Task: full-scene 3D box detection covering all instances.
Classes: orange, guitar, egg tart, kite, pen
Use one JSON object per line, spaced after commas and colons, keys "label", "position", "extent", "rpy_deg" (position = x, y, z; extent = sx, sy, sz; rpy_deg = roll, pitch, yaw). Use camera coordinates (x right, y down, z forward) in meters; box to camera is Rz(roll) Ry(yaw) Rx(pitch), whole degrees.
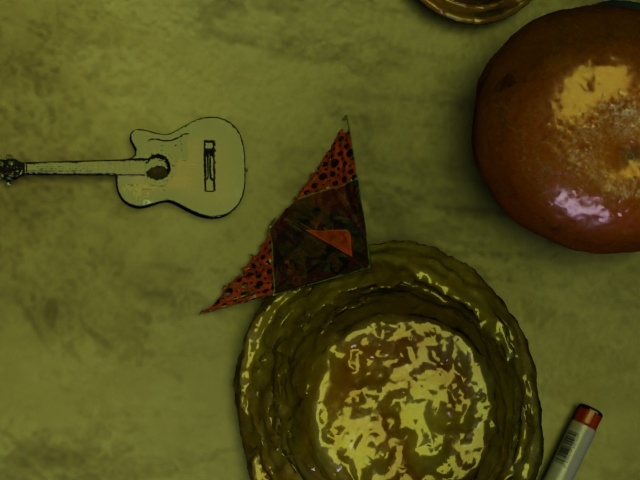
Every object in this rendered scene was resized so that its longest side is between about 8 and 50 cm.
{"label": "orange", "position": [0.240, -0.096, 1.528], "extent": [0.224, 0.170, 0.224], "rpy_deg": [-1, 107, -3]}
{"label": "guitar", "position": [-0.180, -0.062, 1.540], "extent": [0.233, 0.025, 0.088], "rpy_deg": [-1, 87, -7]}
{"label": "egg tart", "position": [0.064, 0.141, 1.509], "extent": [0.294, 0.123, 0.294], "rpy_deg": [1, 83, -7]}
{"label": "kite", "position": [0.001, 0.000, 1.525], "extent": [0.125, 0.008, 0.222], "rpy_deg": [29, 78, 40]}
{"label": "pen", "position": [0.189, 0.255, 1.566], "extent": [0.028, 0.028, 0.239], "rpy_deg": [28, 83, -5]}

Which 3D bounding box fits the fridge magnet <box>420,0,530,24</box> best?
{"label": "fridge magnet", "position": [0.138, -0.263, 1.577], "extent": [0.143, 0.063, 0.143], "rpy_deg": [1, 83, -10]}

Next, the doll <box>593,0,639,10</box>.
{"label": "doll", "position": [0.308, -0.196, 1.616], "extent": [0.125, 0.027, 0.037], "rpy_deg": [10, 84, -4]}
